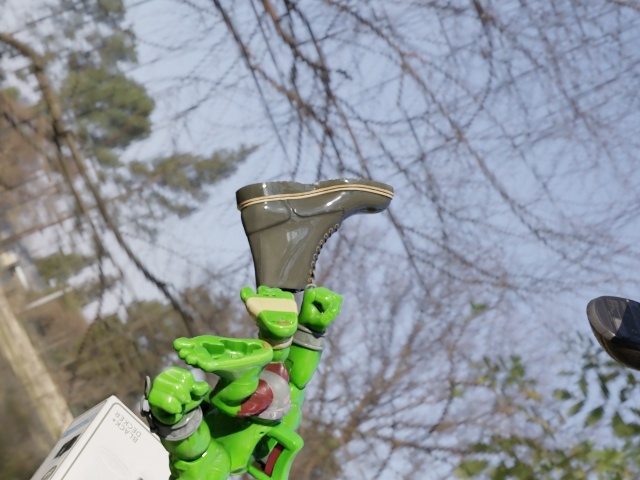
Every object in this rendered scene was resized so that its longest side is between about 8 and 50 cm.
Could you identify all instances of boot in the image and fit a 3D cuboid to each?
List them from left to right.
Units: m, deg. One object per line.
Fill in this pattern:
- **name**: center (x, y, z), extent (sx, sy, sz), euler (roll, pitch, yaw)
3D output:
- **boot**: center (0.000, 0.000, 1.333), extent (0.077, 0.197, 0.137), euler (137, -54, -69)

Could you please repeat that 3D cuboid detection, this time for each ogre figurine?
- **ogre figurine**: center (-0.054, 0.110, 0.772), extent (0.197, 0.096, 0.118), euler (-59, 160, -65)

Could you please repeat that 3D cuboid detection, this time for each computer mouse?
- **computer mouse**: center (0.448, 0.160, 1.357), extent (0.184, 0.262, 0.060), euler (-101, -153, -49)

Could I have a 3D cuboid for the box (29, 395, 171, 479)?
- **box**: center (-0.239, 0.318, 1.089), extent (0.169, 0.290, 0.087), euler (46, -49, -15)
